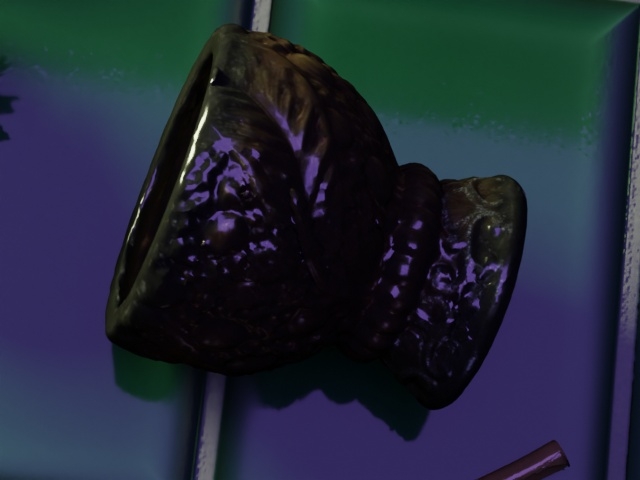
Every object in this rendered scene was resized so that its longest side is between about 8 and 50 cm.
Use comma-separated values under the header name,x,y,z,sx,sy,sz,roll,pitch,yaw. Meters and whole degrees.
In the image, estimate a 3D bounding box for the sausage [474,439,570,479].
name,x,y,z,sx,sy,sz,roll,pitch,yaw
sausage,0.144,0.195,1.522,0.116,0.026,0.026,-24,80,-9

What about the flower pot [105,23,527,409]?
name,x,y,z,sx,sy,sz,roll,pitch,yaw
flower pot,0.000,0.000,1.446,0.267,0.266,0.267,21,76,-10
